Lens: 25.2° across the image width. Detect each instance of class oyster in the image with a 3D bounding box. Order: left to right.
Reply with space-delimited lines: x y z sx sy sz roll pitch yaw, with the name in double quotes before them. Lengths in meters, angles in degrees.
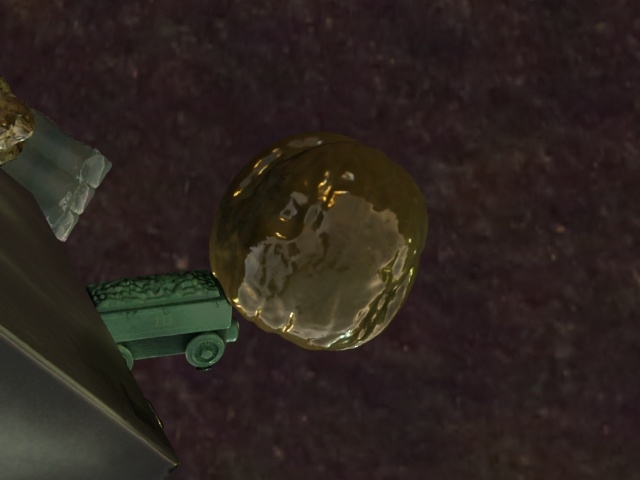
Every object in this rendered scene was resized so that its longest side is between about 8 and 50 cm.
"oyster" -0.378 -0.164 1.470 0.092 0.259 0.198 -42 94 16

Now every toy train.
"toy train" -0.162 0.078 1.387 0.172 0.070 0.099 -6 123 -20

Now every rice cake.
"rice cake" -0.338 -0.082 1.745 0.043 0.237 0.127 35 86 -35

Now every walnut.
"walnut" 0.000 0.000 1.822 0.253 0.277 0.282 34 173 16

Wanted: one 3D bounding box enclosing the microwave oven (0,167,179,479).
"microwave oven" -0.325 0.045 0.938 0.236 0.432 0.374 -46 123 2
